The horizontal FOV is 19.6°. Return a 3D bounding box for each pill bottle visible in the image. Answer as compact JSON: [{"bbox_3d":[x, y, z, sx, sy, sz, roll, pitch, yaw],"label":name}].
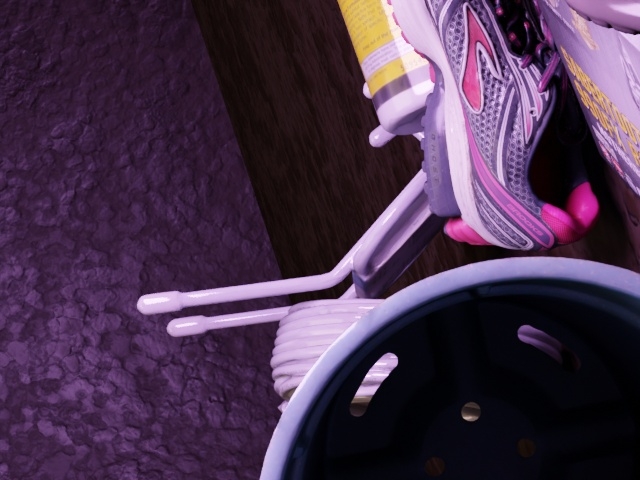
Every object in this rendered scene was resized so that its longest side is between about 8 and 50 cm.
[{"bbox_3d":[0.071,-0.199,1.456,0.119,0.119,0.208,115,136,-78],"label":"pill bottle"}]

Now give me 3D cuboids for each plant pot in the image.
[{"bbox_3d":[0.127,0.174,1.265,0.334,0.341,0.341,-118,11,-88],"label":"plant pot"}]

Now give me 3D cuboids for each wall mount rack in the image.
[{"bbox_3d":[0.000,0.000,1.623,0.130,0.304,0.350,43,175,8],"label":"wall mount rack"}]

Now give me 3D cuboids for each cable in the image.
[{"bbox_3d":[0.085,0.113,1.590,0.257,0.257,0.089,82,-165,-76],"label":"cable"}]

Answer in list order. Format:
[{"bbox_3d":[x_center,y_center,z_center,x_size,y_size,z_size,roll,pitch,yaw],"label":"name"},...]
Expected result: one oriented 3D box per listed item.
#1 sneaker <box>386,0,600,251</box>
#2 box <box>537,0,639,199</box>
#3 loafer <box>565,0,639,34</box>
[{"bbox_3d":[0.132,-0.138,1.289,0.112,0.121,0.299,9,120,47],"label":"sneaker"},{"bbox_3d":[0.193,-0.074,1.003,0.183,0.056,0.231,61,179,-36],"label":"box"},{"bbox_3d":[0.202,-0.147,0.776,0.366,0.134,0.130,-136,42,-67],"label":"loafer"}]
